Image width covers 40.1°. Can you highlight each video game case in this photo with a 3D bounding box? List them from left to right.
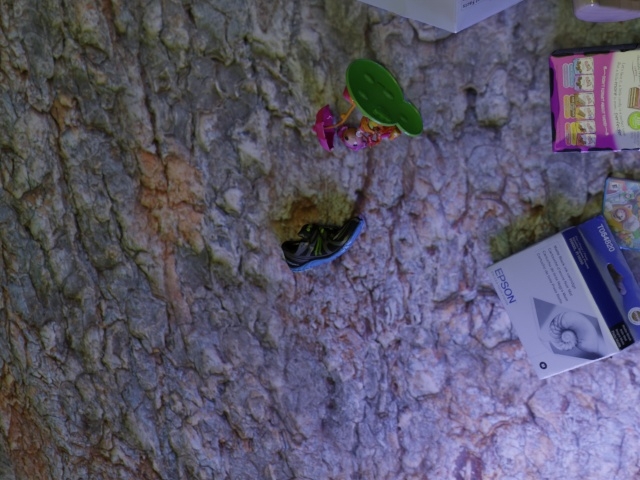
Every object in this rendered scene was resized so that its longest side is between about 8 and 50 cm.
[{"bbox_3d":[0.545,-0.036,1.429,0.166,0.015,0.119,9,113,21],"label":"video game case"}]

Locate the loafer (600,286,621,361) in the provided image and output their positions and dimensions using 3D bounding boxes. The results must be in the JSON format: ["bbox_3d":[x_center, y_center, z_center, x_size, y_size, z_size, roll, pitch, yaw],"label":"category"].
[{"bbox_3d":[0.492,0.141,1.501,0.050,0.056,0.148,2,111,30],"label":"loafer"}]

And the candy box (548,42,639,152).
[{"bbox_3d":[0.478,-0.221,1.351,0.234,0.071,0.159,2,111,24],"label":"candy box"}]

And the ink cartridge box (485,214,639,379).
[{"bbox_3d":[0.421,0.100,1.480,0.224,0.045,0.223,-31,81,36],"label":"ink cartridge box"}]

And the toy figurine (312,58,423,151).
[{"bbox_3d":[0.066,-0.209,1.540,0.173,0.130,0.159,35,138,-20],"label":"toy figurine"}]

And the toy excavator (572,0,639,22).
[{"bbox_3d":[0.459,-0.355,0.986,0.433,0.445,0.222,-5,87,31],"label":"toy excavator"}]

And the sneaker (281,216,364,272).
[{"bbox_3d":[0.000,0.000,1.659,0.188,0.067,0.078,-25,105,33],"label":"sneaker"}]

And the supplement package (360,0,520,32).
[{"bbox_3d":[0.183,-0.471,1.245,0.199,0.198,0.262,30,138,37],"label":"supplement package"}]
